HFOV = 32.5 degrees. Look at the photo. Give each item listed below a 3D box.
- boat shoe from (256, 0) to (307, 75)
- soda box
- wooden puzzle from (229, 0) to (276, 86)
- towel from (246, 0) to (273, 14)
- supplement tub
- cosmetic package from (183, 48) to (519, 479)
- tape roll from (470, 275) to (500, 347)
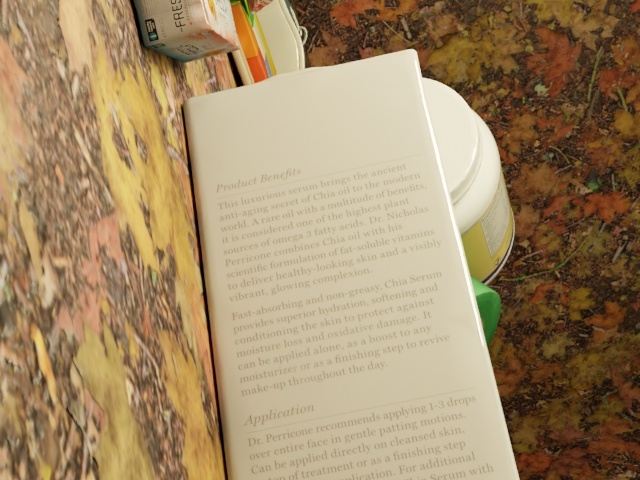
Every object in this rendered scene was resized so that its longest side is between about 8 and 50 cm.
[{"bbox_3d":[-0.076,-0.329,1.744,0.254,0.095,0.079,69,15,8],"label":"boat shoe"},{"bbox_3d":[-0.119,-0.202,0.998,0.183,0.063,0.058,-53,130,-85],"label":"soda box"},{"bbox_3d":[-0.101,-0.279,1.565,0.221,0.044,0.238,-94,171,-63],"label":"wooden puzzle"},{"bbox_3d":[-0.078,-0.388,1.425,0.197,0.029,0.144,-16,-87,64],"label":"towel"},{"bbox_3d":[0.148,-0.066,1.592,0.331,0.241,0.241,56,21,-63],"label":"supplement tub"},{"bbox_3d":[0.024,0.071,0.993,0.161,0.230,0.453,70,9,-63],"label":"cosmetic package"},{"bbox_3d":[0.125,0.185,1.526,0.077,0.321,0.321,34,-16,24],"label":"tape roll"}]
